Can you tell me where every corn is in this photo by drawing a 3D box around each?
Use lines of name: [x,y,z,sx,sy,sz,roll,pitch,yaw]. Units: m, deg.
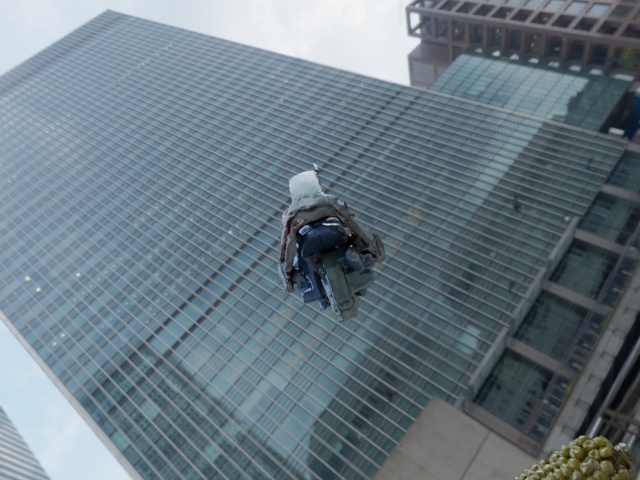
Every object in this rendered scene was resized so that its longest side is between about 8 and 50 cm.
corn: [0.256,0.354,0.627,0.320,0.097,0.097,-36,-32,11]

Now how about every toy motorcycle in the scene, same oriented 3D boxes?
toy motorcycle: [0.024,-0.004,0.834,0.319,0.182,0.241,-107,24,-86]
